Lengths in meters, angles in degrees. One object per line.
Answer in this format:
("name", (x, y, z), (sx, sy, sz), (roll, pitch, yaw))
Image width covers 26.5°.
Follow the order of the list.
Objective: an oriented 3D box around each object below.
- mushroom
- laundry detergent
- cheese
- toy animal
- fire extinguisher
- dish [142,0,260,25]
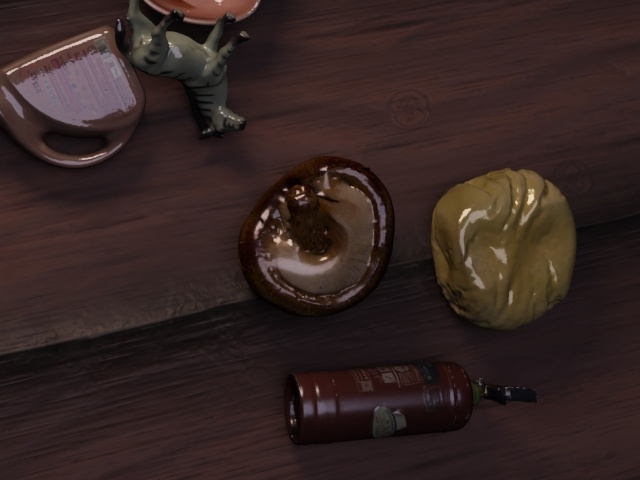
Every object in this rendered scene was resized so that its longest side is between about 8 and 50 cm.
("mushroom", (-0.004, -0.004, 1.876), (0.231, 0.138, 0.194), (-40, 112, -2))
("laundry detergent", (-0.351, -0.169, 1.802), (0.237, 0.076, 0.171), (-27, 96, -15))
("cheese", (0.269, 0.013, 1.959), (0.214, 0.117, 0.225), (-17, 98, -19))
("toy animal", (-0.182, -0.233, 1.809), (0.217, 0.073, 0.176), (20, 122, -23))
("fire extinguisher", (0.130, 0.225, 1.895), (0.344, 0.138, 0.102), (-3, 92, -15))
("dish", (-0.171, -0.390, 1.854), (0.213, 0.090, 0.213), (0, 90, -17))
